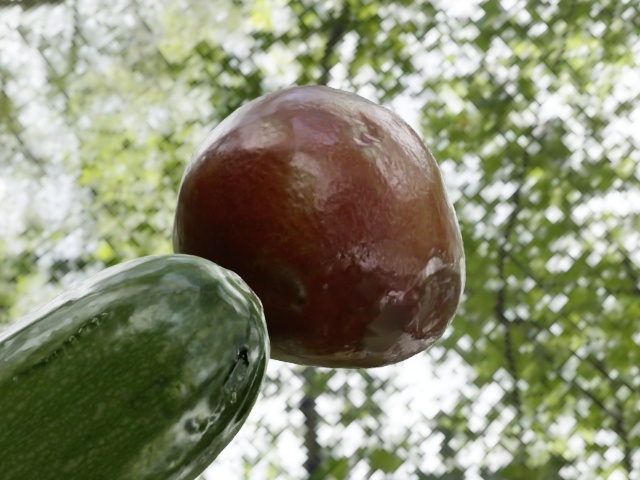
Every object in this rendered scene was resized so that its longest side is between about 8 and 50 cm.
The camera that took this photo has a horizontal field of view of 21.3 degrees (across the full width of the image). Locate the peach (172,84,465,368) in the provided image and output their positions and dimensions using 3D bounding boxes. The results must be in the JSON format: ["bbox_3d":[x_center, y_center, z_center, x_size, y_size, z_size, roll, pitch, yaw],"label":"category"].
[{"bbox_3d":[0.000,0.000,1.288,0.243,0.243,0.199,48,-58,1],"label":"peach"}]

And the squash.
[{"bbox_3d":[-0.112,0.085,0.450,0.069,0.239,0.069,48,-14,17],"label":"squash"}]
